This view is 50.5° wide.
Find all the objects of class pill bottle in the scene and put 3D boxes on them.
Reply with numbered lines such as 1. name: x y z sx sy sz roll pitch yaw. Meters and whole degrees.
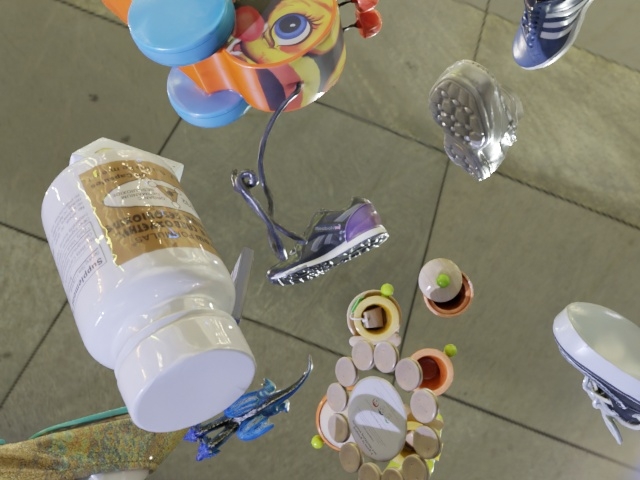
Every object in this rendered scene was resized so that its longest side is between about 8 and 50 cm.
1. pill bottle: -0.147 0.038 0.580 0.131 0.131 0.229 -16 51 -24

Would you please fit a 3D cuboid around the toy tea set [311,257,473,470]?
1. toy tea set: 0.115 0.183 1.002 0.199 0.124 0.336 14 90 2

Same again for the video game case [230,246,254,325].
1. video game case: -0.240 0.190 1.730 0.035 0.248 0.275 21 34 -12

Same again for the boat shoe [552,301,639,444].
1. boat shoe: 0.369 0.173 0.793 0.306 0.105 0.113 24 36 -25

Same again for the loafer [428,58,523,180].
1. loafer: 0.229 -0.182 0.966 0.112 0.319 0.111 41 92 17

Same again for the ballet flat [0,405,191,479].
1. ballet flat: -0.253 0.215 0.580 0.348 0.123 0.123 2 53 -44

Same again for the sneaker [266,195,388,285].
1. sneaker: 0.000 0.000 1.518 0.283 0.107 0.124 -26 73 2

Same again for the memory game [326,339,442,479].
1. memory game: 0.070 0.209 0.796 0.012 0.186 0.186 2 54 -41

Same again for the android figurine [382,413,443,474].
1. android figurine: 0.151 0.437 1.266 0.056 0.248 0.273 34 21 8

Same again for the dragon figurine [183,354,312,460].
1. dragon figurine: -0.132 0.335 1.324 0.085 0.289 0.144 60 16 4

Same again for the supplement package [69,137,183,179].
1. supplement package: -0.415 -0.105 1.427 0.194 0.149 0.203 18 16 -7

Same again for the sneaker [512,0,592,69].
1. sneaker: 0.386 -0.420 1.170 0.148 0.350 0.131 -9 69 -14

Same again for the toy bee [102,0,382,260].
1. toy bee: -0.045 -0.146 0.494 0.162 0.195 0.298 -33 86 -7
